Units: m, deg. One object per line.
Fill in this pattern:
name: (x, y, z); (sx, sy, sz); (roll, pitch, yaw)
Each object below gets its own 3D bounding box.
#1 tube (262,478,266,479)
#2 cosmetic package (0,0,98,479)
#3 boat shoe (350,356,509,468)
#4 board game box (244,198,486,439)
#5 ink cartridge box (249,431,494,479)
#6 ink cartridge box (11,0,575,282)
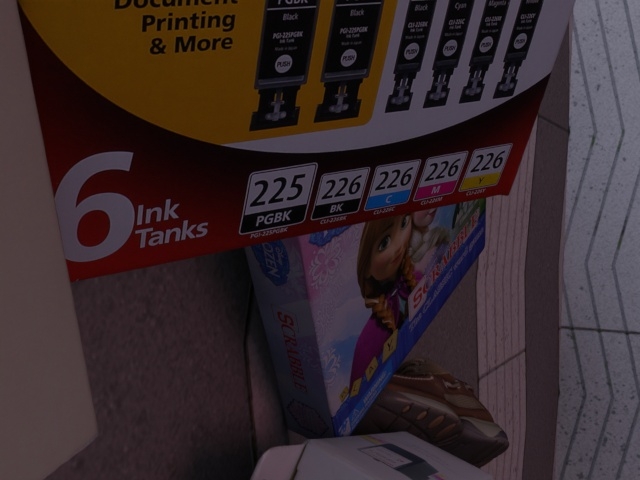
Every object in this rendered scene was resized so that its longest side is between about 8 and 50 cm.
tube: (-0.095, 0.272, 0.626); (0.240, 0.062, 0.070); (-34, 142, -43)
cosmetic package: (-0.198, -0.040, 0.329); (0.129, 0.153, 0.296); (-37, 124, -58)
boat shoe: (0.119, 0.209, 1.128); (0.324, 0.123, 0.116); (35, 27, -52)
board game box: (0.060, -0.017, 0.863); (0.318, 0.066, 0.318); (-49, 146, -33)
ink cartridge box: (0.032, 0.295, 0.840); (0.353, 0.119, 0.207); (21, 93, -64)
ink cartridge box: (-0.019, -0.143, 0.465); (0.309, 0.130, 0.272); (-12, 131, -30)
